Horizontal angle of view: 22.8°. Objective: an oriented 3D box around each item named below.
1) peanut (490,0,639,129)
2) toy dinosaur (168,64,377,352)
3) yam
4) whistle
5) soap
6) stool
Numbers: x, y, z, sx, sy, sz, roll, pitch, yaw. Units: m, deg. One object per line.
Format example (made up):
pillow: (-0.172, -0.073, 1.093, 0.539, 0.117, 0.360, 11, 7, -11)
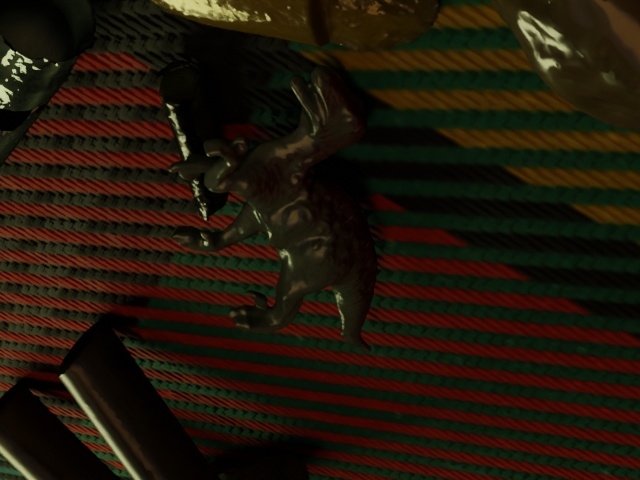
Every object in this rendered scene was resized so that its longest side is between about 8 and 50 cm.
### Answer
peanut: (0.105, -0.129, 0.546, 0.291, 0.159, 0.143, 38, 122, -19)
toy dinosaur: (0.000, 0.000, 0.937, 0.167, 0.053, 0.242, -22, 134, 26)
yam: (-0.071, -0.056, 0.933, 0.027, 0.033, 0.129, -6, 150, 2)
whistle: (-0.214, -0.073, 0.980, 0.062, 0.062, 0.312, 34, 150, -13)
soap: (-0.027, -0.132, 0.766, 0.168, 0.033, 0.089, 14, 148, 19)
stool: (-0.203, 0.259, 1.265, 0.226, 0.310, 0.310, 40, 147, -10)
